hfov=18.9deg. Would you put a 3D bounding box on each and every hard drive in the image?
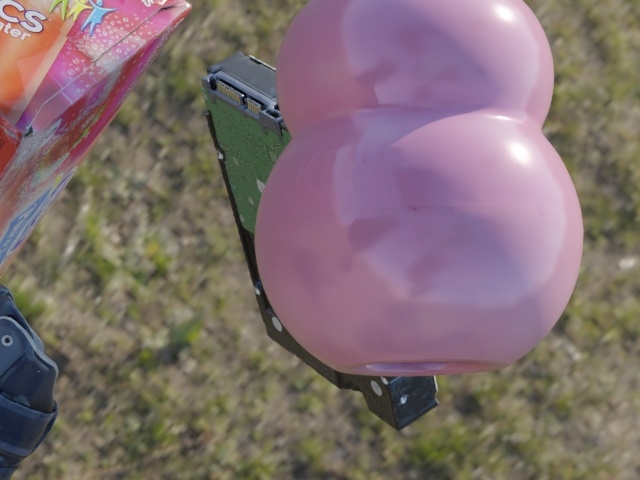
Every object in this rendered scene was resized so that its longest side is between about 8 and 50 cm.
[{"bbox_3d":[0.000,0.000,1.879,0.064,0.339,0.237,-32,39,-23],"label":"hard drive"}]

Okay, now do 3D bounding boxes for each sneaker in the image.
[{"bbox_3d":[-0.260,0.075,1.120,0.226,0.163,0.086,33,8,-26],"label":"sneaker"}]

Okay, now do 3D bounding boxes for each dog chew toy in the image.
[{"bbox_3d":[0.060,-0.083,1.217,0.207,0.207,0.331,4,80,-32],"label":"dog chew toy"}]

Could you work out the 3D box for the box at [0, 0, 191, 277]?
[{"bbox_3d":[-0.182,-0.038,0.802,0.128,0.257,0.122,42,43,1],"label":"box"}]
